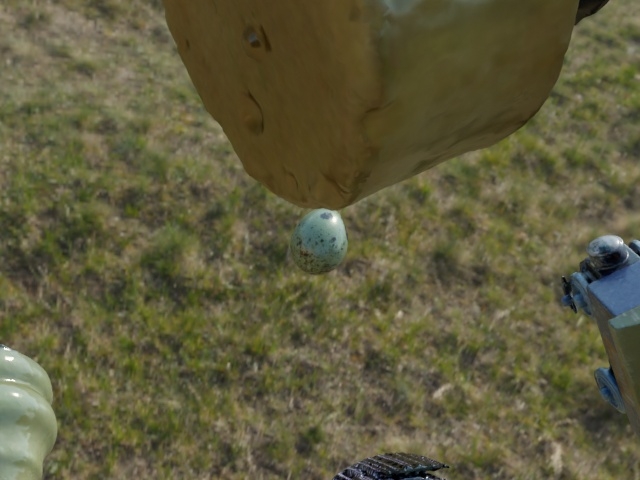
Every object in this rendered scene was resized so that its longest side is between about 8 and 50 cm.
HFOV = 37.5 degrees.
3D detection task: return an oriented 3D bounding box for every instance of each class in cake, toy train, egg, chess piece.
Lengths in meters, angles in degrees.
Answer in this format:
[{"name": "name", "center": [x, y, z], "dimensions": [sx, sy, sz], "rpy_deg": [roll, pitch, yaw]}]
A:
[{"name": "cake", "center": [0.071, -0.214, 0.610], "dimensions": [0.321, 0.332, 0.332], "rpy_deg": [-26, 53, -20]}, {"name": "toy train", "center": [0.414, 0.141, 1.175], "dimensions": [0.131, 0.300, 0.202], "rpy_deg": [-27, 27, 0]}, {"name": "egg", "center": [0.000, 0.000, 1.401], "dimensions": [0.085, 0.085, 0.110], "rpy_deg": [21, 55, 6]}, {"name": "chess piece", "center": [-0.352, 0.292, 1.003], "dimensions": [0.182, 0.182, 0.330], "rpy_deg": [-6, 45, -25]}]

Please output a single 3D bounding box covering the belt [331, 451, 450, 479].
[{"name": "belt", "center": [0.089, 0.390, 0.967], "dimensions": [0.260, 0.122, 0.325], "rpy_deg": [-23, 96, -24]}]
